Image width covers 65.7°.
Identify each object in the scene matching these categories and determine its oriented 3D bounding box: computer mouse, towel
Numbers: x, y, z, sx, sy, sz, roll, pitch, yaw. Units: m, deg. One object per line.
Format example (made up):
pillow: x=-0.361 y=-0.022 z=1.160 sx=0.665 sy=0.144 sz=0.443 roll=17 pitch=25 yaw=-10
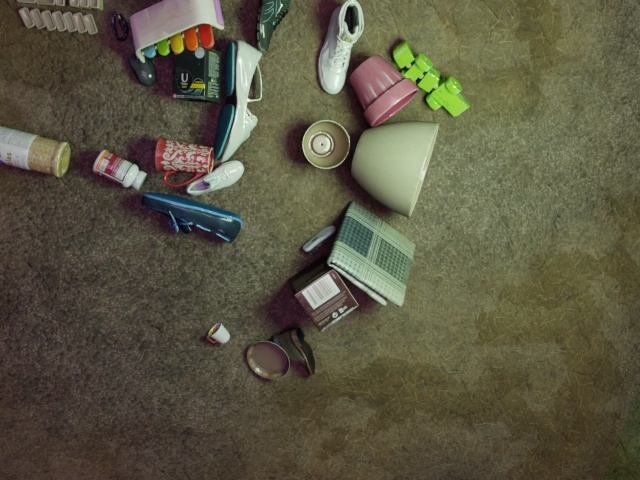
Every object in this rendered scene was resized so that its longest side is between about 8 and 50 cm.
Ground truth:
computer mouse: x=-0.604 y=-0.614 z=1.594 sx=0.071 sy=0.041 sz=0.242 roll=-27 pitch=104 yaw=-3
towel: x=0.190 y=0.052 z=1.776 sx=0.324 sy=0.312 sz=0.056 roll=34 pitch=139 yaw=-14

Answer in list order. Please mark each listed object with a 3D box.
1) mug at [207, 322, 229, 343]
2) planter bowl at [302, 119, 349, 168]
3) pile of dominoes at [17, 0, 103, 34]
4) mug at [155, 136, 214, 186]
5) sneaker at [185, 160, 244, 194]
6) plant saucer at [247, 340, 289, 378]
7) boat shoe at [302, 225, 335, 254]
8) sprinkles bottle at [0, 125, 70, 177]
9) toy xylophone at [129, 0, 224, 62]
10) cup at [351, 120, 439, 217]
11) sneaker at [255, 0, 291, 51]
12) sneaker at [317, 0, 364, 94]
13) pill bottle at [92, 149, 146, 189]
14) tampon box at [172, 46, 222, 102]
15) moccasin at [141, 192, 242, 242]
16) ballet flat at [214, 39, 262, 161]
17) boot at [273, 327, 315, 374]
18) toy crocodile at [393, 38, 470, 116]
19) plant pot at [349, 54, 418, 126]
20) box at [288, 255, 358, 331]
mug: x=-0.372 y=0.346 z=1.826 sx=0.064 sy=0.078 sz=0.062 roll=49 pitch=57 yaw=-23
planter bowl: x=0.011 y=-0.333 z=1.722 sx=0.162 sy=0.109 sz=0.161 roll=-2 pitch=101 yaw=-10
pile of dominoes: x=-0.813 y=-0.750 z=1.545 sx=0.252 sy=0.040 sz=0.195 roll=4 pitch=101 yaw=-2
mug: x=-0.448 y=-0.259 z=1.649 sx=0.170 sy=0.113 sz=0.150 roll=7 pitch=122 yaw=-3
sneaker: x=-0.358 y=-0.206 z=1.691 sx=0.212 sy=0.094 sz=0.080 roll=-27 pitch=103 yaw=-4
plant saucer: x=-0.192 y=0.442 z=1.856 sx=0.169 sy=0.029 sz=0.168 roll=5 pitch=112 yaw=13
boat shoe: x=0.000 y=0.000 z=1.823 sx=0.142 sy=0.049 sz=0.040 roll=-36 pitch=124 yaw=0
sprinkles bottle: x=-0.987 y=-0.296 z=1.549 sx=0.356 sy=0.121 sz=0.121 roll=13 pitch=99 yaw=-12
toy xylophone: x=-0.455 y=-0.686 z=1.513 sx=0.323 sy=0.081 sz=0.236 roll=-6 pitch=85 yaw=18
cup: x=0.242 y=-0.267 z=1.698 sx=0.237 sy=0.331 sz=0.330 roll=17 pitch=98 yaw=12
sneaker: x=-0.152 y=-0.751 z=1.615 sx=0.106 sy=0.101 sz=0.267 roll=7 pitch=100 yaw=-14
sneaker: x=0.065 y=-0.639 z=1.641 sx=0.108 sy=0.169 sz=0.292 roll=6 pitch=101 yaw=-13
pill bottle: x=-0.661 y=-0.229 z=1.638 sx=0.152 sy=0.086 sz=0.086 roll=28 pitch=95 yaw=-14
tampon box: x=-0.395 y=-0.532 z=1.594 sx=0.121 sy=0.101 sz=0.160 roll=8 pitch=102 yaw=19
moccasin: x=-0.441 y=-0.070 z=1.684 sx=0.342 sy=0.137 sz=0.116 roll=17 pitch=102 yaw=-12
ballet flat: x=-0.262 y=-0.453 z=1.651 sx=0.139 sy=0.139 sz=0.399 roll=7 pitch=99 yaw=-11
boot: x=-0.096 y=0.428 z=1.889 sx=0.106 sy=0.082 sz=0.219 roll=-13 pitch=113 yaw=18
toy crocodile: x=0.390 y=-0.567 z=1.751 sx=0.341 sy=0.105 sz=0.115 roll=34 pitch=135 yaw=-15
plant pot: x=0.202 y=-0.518 z=1.686 sx=0.201 sy=0.201 sz=0.180 roll=-36 pitch=90 yaw=-1
box: x=0.006 y=0.185 z=1.776 sx=0.169 sy=0.203 sz=0.167 roll=-35 pitch=105 yaw=-1
